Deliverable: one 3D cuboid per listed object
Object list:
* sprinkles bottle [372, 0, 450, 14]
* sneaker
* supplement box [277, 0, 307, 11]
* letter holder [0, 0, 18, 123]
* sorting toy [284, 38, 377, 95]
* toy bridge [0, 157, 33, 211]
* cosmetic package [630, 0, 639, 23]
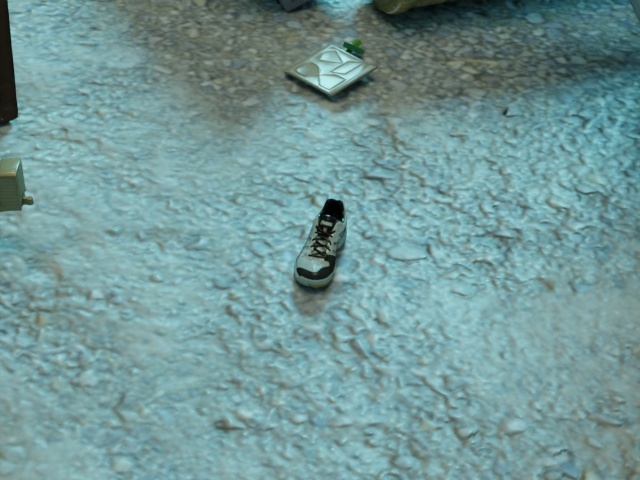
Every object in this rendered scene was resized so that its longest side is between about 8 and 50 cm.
[{"bbox_3d":[0.212,-0.293,1.712,0.355,0.121,0.121,-12,39,-20],"label":"sprinkles bottle"},{"bbox_3d":[0.000,0.000,1.372,0.032,0.037,0.083,10,39,6],"label":"sneaker"},{"bbox_3d":[-0.069,-0.329,1.721,0.073,0.130,0.239,-30,45,-9],"label":"supplement box"},{"bbox_3d":[-0.416,-0.198,1.512,0.214,0.152,0.302,-23,44,-28],"label":"letter holder"},{"bbox_3d":[0.018,-0.150,1.595,0.062,0.012,0.083,27,46,35],"label":"sorting toy"},{"bbox_3d":[-0.304,-0.028,1.361,0.188,0.063,0.026,0,36,3],"label":"toy bridge"},{"bbox_3d":[0.420,-0.303,1.420,0.329,0.327,0.393,-33,25,-6],"label":"cosmetic package"}]
